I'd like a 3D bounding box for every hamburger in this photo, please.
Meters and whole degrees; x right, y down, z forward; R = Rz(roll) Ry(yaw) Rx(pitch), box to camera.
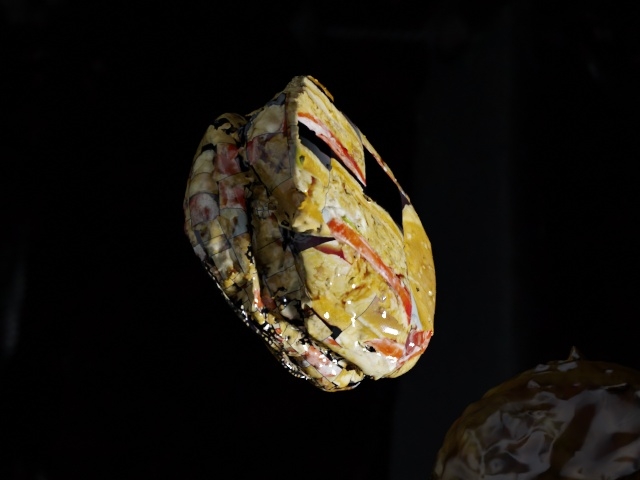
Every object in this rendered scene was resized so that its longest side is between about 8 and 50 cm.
[{"bbox_3d":[0.000,0.000,1.367,0.107,0.231,0.231,-29,-143,18],"label":"hamburger"}]

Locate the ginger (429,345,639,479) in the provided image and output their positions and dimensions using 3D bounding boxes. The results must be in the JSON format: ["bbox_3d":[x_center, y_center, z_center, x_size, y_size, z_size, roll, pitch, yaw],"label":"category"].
[{"bbox_3d":[0.257,0.149,1.122,0.418,0.176,0.254,-8,-138,3],"label":"ginger"}]
